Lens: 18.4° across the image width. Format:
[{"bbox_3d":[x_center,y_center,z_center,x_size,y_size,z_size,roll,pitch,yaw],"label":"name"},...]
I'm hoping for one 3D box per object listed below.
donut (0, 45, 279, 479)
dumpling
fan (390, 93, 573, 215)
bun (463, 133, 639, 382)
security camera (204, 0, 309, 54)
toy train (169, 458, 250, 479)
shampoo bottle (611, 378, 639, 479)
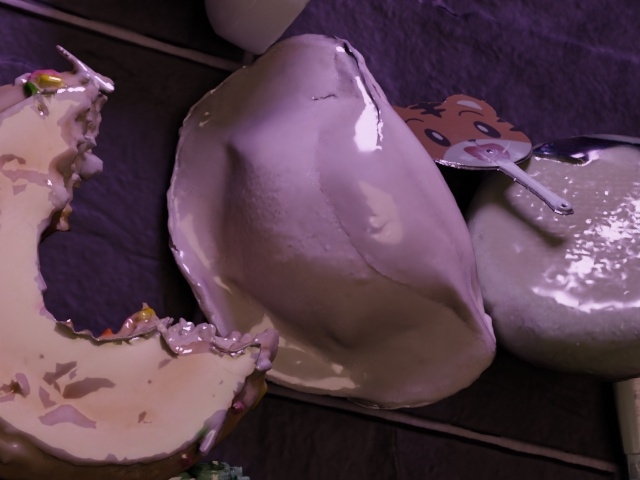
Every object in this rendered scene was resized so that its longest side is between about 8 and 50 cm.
[{"bbox_3d":[-0.237,0.056,1.731,0.307,0.150,0.371,-36,96,-20],"label":"donut"},{"bbox_3d":[0.002,0.003,1.854,0.260,0.181,0.341,-27,112,1],"label":"dumpling"},{"bbox_3d":[0.162,-0.084,1.918,0.153,0.227,0.008,-12,128,-38],"label":"fan"},{"bbox_3d":[0.280,0.040,1.948,0.293,0.293,0.187,-40,141,-23],"label":"bun"},{"bbox_3d":[-0.100,-0.309,1.831,0.236,0.194,0.194,35,71,-12],"label":"security camera"},{"bbox_3d":[-0.126,0.250,1.811,0.149,0.081,0.099,-1,86,-19],"label":"toy train"},{"bbox_3d":[0.331,0.146,2.046,0.072,0.049,0.212,0,83,-29],"label":"shampoo bottle"}]
